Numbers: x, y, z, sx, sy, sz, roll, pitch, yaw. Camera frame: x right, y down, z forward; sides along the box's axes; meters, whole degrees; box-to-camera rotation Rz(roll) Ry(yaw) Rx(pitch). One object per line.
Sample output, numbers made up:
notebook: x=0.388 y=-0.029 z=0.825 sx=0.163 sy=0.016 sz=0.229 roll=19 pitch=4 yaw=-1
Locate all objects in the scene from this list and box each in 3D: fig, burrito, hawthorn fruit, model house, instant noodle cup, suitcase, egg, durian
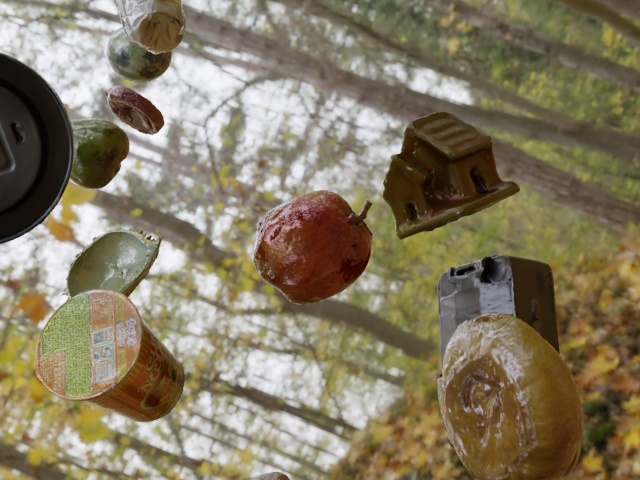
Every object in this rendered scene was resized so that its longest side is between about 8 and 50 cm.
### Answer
fig: x=-0.582 y=-0.227 z=2.624 sx=0.181 sy=0.191 sz=0.181 roll=25 pitch=-90 yaw=-89
burrito: x=-0.300 y=-0.479 z=1.691 sx=0.139 sy=0.101 sz=0.446 roll=31 pitch=-146 yaw=-52
hawthorn fruit: x=0.000 y=0.000 z=1.895 sx=0.253 sy=0.205 sz=0.205 roll=-36 pitch=15 yaw=38
model house: x=0.252 y=-0.152 z=2.239 sx=0.268 sy=0.239 sz=0.173 roll=-22 pitch=3 yaw=-33
instant noodle cup: x=-0.284 y=0.178 z=1.474 sx=0.168 sy=0.168 sz=0.185 roll=-67 pitch=-28 yaw=-18
suitcase: x=0.411 y=0.246 z=2.375 sx=0.283 sy=0.194 sz=0.434 roll=-22 pitch=65 yaw=51
egg: x=-0.437 y=-0.453 z=2.516 sx=0.141 sy=0.181 sz=0.141 roll=-26 pitch=-55 yaw=-43
durian: x=-0.399 y=0.075 z=1.956 sx=0.252 sy=0.144 sz=0.139 roll=-44 pitch=23 yaw=-10

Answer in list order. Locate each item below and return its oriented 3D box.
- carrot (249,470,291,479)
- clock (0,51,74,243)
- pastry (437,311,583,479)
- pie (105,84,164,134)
carrot: x=-0.107 y=0.453 z=1.714 sx=0.302 sy=0.114 sz=0.114 roll=14 pitch=-84 yaw=-77
clock: x=-0.563 y=-0.152 z=1.694 sx=0.067 sy=0.325 sz=0.325 roll=-115 pitch=44 yaw=-80
pastry: x=0.353 y=0.303 z=1.955 sx=0.356 sy=0.163 sz=0.356 roll=20 pitch=113 yaw=61
pie: x=-0.506 y=-0.357 z=2.834 sx=0.050 sy=0.182 sz=0.182 roll=-59 pitch=-13 yaw=-20
